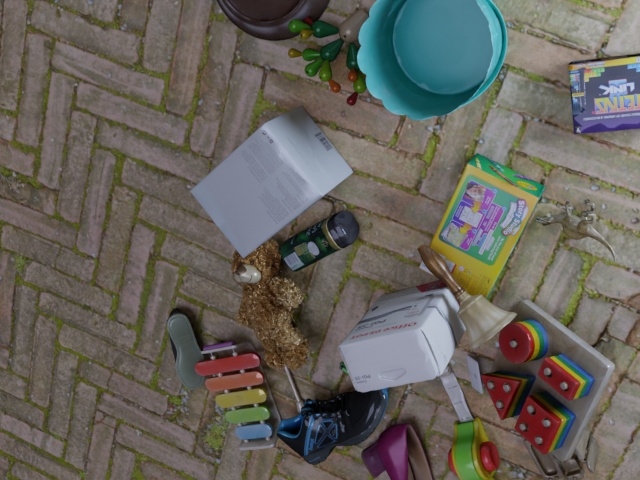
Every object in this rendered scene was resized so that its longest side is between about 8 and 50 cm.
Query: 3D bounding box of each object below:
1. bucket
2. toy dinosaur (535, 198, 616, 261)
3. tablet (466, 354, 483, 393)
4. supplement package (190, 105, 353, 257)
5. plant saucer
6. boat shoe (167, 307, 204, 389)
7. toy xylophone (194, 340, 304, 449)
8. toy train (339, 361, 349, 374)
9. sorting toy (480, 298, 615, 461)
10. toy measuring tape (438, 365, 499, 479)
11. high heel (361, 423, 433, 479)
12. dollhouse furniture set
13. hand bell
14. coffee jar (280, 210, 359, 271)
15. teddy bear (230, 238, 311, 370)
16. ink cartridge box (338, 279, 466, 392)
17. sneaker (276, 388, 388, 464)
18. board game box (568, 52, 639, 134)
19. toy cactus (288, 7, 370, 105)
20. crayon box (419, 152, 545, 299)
[{"bbox_3d":[0.228,-0.387,1.632,0.281,0.183,0.281,9,114,21],"label":"bucket"},{"bbox_3d":[0.544,-0.033,1.712,0.183,0.053,0.092,27,134,21],"label":"toy dinosaur"},{"bbox_3d":[0.359,0.312,1.923,0.006,0.054,0.083,-17,106,-14],"label":"tablet"},{"bbox_3d":[-0.109,-0.134,1.874,0.263,0.198,0.199,-37,92,31],"label":"supplement package"},{"bbox_3d":[-0.118,-0.589,1.791,0.311,0.050,0.310,8,112,21],"label":"plant saucer"},{"bbox_3d":[-0.362,0.292,2.232,0.081,0.068,0.227,-13,109,-8],"label":"boat shoe"},{"bbox_3d":[-0.180,0.394,2.178,0.236,0.081,0.322,-22,100,29],"label":"toy xylophone"},{"bbox_3d":[0.081,0.334,2.069,0.083,0.024,0.017,32,119,10],"label":"toy train"},{"bbox_3d":[0.461,0.303,1.776,0.255,0.090,0.257,42,127,43],"label":"sorting toy"},{"bbox_3d":[0.338,0.463,1.950,0.121,0.121,0.330,-19,101,29],"label":"toy measuring tape"},{"bbox_3d":[0.265,0.630,2.034,0.377,0.127,0.181,48,131,5],"label":"high heel"},{"bbox_3d":[0.539,0.492,1.863,0.151,0.123,0.144,-25,97,30],"label":"dollhouse furniture set"},{"bbox_3d":[0.289,0.105,1.759,0.242,0.126,0.126,50,121,9],"label":"hand bell"},{"bbox_3d":[0.000,0.000,1.936,0.184,0.096,0.079,-27,100,29],"label":"coffee jar"},{"bbox_3d":[-0.131,0.168,2.019,0.245,0.113,0.337,20,124,52],"label":"teddy bear"},{"bbox_3d":[0.194,0.203,1.816,0.207,0.283,0.117,-17,102,28],"label":"ink cartridge box"},{"bbox_3d":[0.030,0.446,2.058,0.140,0.125,0.341,37,122,-18],"label":"sneaker"},{"bbox_3d":[0.572,-0.284,1.593,0.170,0.048,0.141,-3,107,26],"label":"board game box"},{"bbox_3d":[0.040,-0.415,1.771,0.219,0.112,0.180,46,102,5],"label":"toy cactus"},{"bbox_3d":[0.345,-0.025,1.777,0.165,0.081,0.278,28,119,12],"label":"crayon box"}]
